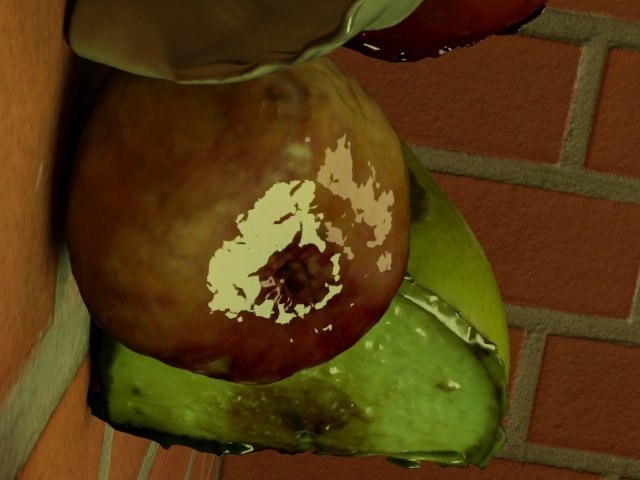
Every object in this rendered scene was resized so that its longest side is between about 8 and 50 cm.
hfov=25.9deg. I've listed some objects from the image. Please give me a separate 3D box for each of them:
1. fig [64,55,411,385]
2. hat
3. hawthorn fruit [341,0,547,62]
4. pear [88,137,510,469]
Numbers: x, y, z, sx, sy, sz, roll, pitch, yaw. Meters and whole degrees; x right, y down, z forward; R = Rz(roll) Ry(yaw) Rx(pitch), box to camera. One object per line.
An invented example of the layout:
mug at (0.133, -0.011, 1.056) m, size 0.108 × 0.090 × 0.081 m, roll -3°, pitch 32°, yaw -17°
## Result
fig at (-0.054, -0.057, 0.652) m, size 0.257 × 0.159 × 0.159 m, roll -113°, pitch -157°, yaw -43°
hat at (0.018, -0.205, 0.553) m, size 0.301 × 0.168 × 0.258 m, roll -57°, pitch 161°, yaw -54°
hawthorn fruit at (0.059, -0.272, 0.847) m, size 0.316 × 0.316 × 0.316 m, roll -171°, pitch -90°, yaw -89°
pear at (0.000, 0.000, 0.849) m, size 0.255 × 0.238 × 0.164 m, roll -79°, pitch 173°, yaw -53°
